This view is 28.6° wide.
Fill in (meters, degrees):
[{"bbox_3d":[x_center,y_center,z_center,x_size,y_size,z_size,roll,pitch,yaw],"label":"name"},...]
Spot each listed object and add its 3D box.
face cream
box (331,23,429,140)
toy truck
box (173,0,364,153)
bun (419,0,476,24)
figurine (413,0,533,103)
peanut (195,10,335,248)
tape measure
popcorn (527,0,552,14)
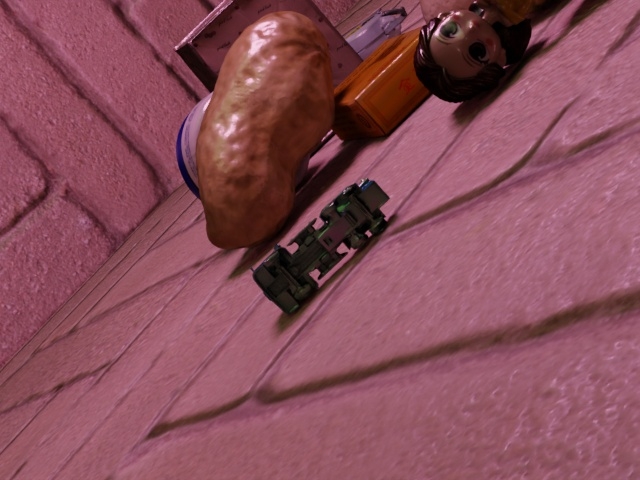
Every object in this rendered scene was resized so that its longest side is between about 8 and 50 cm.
[{"bbox_3d":[-0.121,-0.150,2.019,0.206,0.206,0.111,-48,12,-25],"label":"face cream"},{"bbox_3d":[0.101,-0.239,1.929,0.174,0.076,0.274,-46,11,-7],"label":"box"},{"bbox_3d":[0.000,0.000,1.405,0.175,0.067,0.081,-44,10,-3],"label":"toy truck"},{"bbox_3d":[-0.077,-0.310,2.232,0.225,0.297,0.190,-44,11,-8],"label":"box"},{"bbox_3d":[0.259,-0.456,1.961,0.299,0.165,0.299,-40,10,9],"label":"bun"},{"bbox_3d":[0.234,-0.302,1.519,0.315,0.187,0.168,-51,15,3],"label":"figurine"},{"bbox_3d":[-0.080,-0.163,1.872,0.192,0.169,0.387,8,71,24],"label":"peanut"},{"bbox_3d":[0.103,-0.383,2.424,0.164,0.084,0.330,-44,10,5],"label":"tape measure"},{"bbox_3d":[0.280,-0.375,1.679,0.167,0.152,0.148,-37,-15,35],"label":"popcorn"}]
